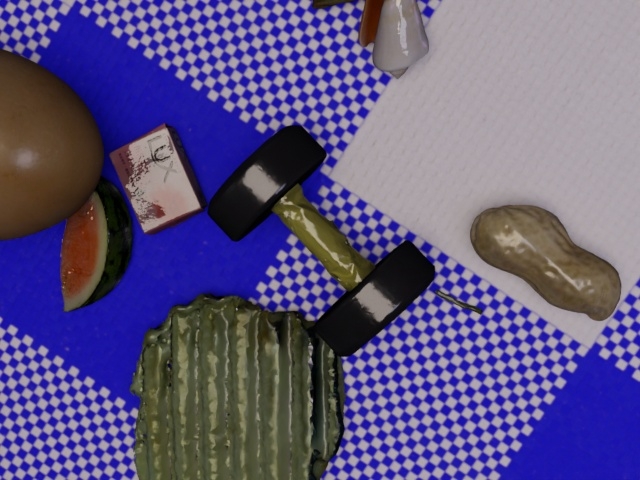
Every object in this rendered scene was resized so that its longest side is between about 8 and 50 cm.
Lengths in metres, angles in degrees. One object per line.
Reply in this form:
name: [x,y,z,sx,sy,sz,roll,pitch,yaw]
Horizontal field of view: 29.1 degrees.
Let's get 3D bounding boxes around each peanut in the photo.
peanut: [0.352,0.026,1.897,0.256,0.123,0.123,31,98,0]

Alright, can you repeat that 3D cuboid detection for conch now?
conch: [0.107,-0.330,1.884,0.094,0.104,0.176,-27,128,-7]

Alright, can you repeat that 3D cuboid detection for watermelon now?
watermelon: [-0.371,0.004,2.013,0.119,0.063,0.245,12,103,24]

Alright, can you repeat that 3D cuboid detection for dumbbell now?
dumbbell: [0.000,0.000,1.890,0.204,0.204,0.322,-43,89,9]

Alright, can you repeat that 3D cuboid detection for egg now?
egg: [-0.521,-0.146,1.888,0.374,0.301,0.301,19,98,1]

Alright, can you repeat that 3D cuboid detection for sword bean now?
sword bean: [0.221,0.099,1.970,0.083,0.012,0.012,24,98,3]

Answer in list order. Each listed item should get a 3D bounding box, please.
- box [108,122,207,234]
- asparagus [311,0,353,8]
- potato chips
box: [-0.259,-0.097,1.985,0.111,0.060,0.156,-25,93,7]
asparagus: [0.105,-0.439,1.897,0.287,0.080,0.080,-30,92,13]
potato chips: [-0.138,0.298,2.009,0.358,0.070,0.429,1,95,10]
